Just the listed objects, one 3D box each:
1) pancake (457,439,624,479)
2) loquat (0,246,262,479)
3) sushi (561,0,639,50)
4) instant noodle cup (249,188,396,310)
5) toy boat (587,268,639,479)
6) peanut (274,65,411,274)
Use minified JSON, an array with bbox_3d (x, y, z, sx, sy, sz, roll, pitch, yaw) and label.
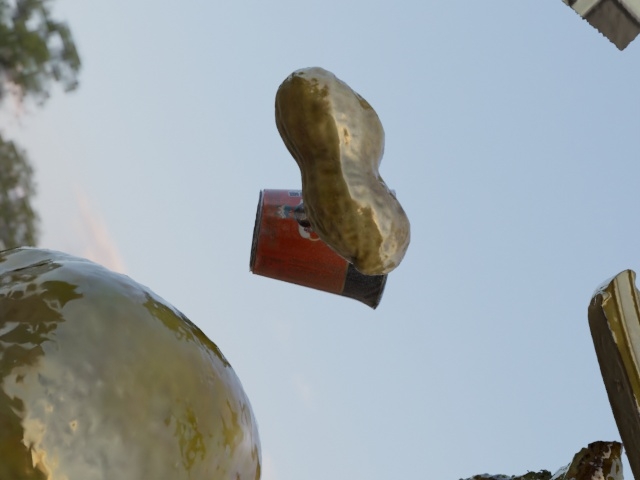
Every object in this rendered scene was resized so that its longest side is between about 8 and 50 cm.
[{"bbox_3d":[0.143,0.299,1.441,0.054,0.376,0.197,58,6,-22],"label":"pancake"},{"bbox_3d":[-0.173,0.135,0.882,0.276,0.276,0.284,48,-19,46],"label":"loquat"},{"bbox_3d":[0.391,-0.469,1.752,0.296,0.373,0.100,34,18,-27],"label":"sushi"},{"bbox_3d":[0.000,-0.001,1.422,0.127,0.135,0.127,-171,-90,-86],"label":"instant noodle cup"},{"bbox_3d":[0.400,0.182,1.643,0.089,0.115,0.310,118,-41,-70],"label":"toy boat"},{"bbox_3d":[0.021,-0.060,1.208,0.089,0.089,0.193,138,-65,-70],"label":"peanut"}]
